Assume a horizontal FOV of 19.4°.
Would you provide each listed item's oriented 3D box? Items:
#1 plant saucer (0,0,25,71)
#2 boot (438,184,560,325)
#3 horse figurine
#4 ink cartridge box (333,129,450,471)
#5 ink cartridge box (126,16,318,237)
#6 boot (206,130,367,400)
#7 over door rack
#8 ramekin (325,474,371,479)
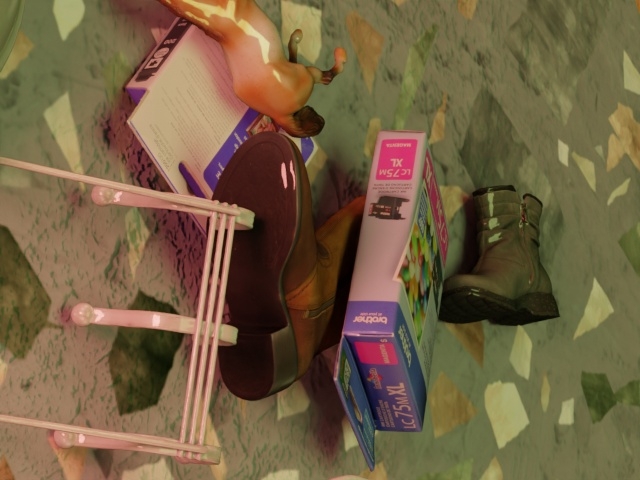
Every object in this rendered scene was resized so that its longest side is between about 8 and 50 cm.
[{"bbox_3d":[-0.349,-0.285,1.433,0.400,0.101,0.400,30,51,-45],"label":"plant saucer"},{"bbox_3d":[0.194,0.013,2.174,0.246,0.083,0.161,8,70,-58],"label":"boot"},{"bbox_3d":[-0.060,-0.196,1.803,0.263,0.066,0.174,59,36,-21],"label":"horse figurine"},{"bbox_3d":[0.079,0.062,1.932,0.185,0.065,0.311,72,26,-50],"label":"ink cartridge box"},{"bbox_3d":[-0.104,-0.101,1.815,0.206,0.045,0.208,58,42,-29],"label":"ink cartridge box"},{"bbox_3d":[0.000,0.000,1.832,0.280,0.096,0.264,-29,118,-60],"label":"boot"},{"bbox_3d":[-0.216,0.053,1.588,0.324,0.108,0.239,15,76,-37],"label":"over door rack"},{"bbox_3d":[-0.020,0.338,1.557,0.277,0.135,0.277,23,63,-57],"label":"ramekin"}]
